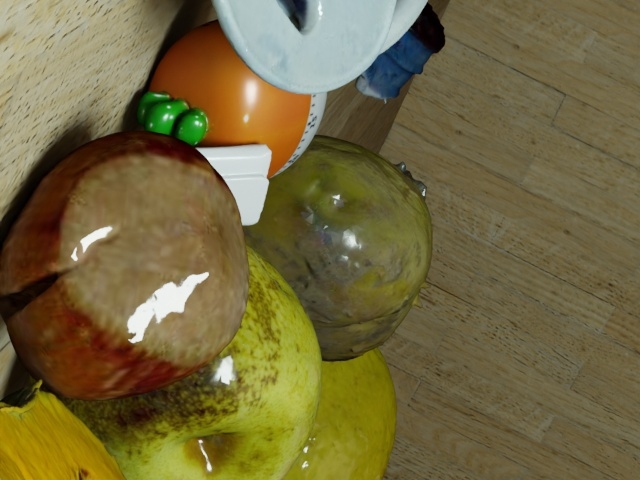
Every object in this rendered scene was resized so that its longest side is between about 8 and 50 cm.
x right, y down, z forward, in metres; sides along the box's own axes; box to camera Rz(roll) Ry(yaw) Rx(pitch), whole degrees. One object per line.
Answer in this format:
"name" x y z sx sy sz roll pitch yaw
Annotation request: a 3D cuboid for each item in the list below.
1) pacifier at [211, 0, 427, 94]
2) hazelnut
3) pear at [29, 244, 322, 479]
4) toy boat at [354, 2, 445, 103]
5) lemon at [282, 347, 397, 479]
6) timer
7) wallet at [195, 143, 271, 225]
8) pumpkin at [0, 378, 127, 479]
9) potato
"pacifier" 0.059 -0.202 1.028 0.287 0.225 0.238 -57 138 -22
"hazelnut" -0.111 0.015 1.016 0.143 0.143 0.154 101 0 -74
"pear" -0.099 0.079 1.210 0.197 0.197 0.197 -62 175 -9
"toy boat" 0.027 -0.176 1.597 0.142 0.129 0.309 -35 180 10
"lemon" -0.051 0.196 1.933 0.322 0.268 0.268 -58 173 -49
"timer" -0.066 -0.086 1.164 0.136 0.099 0.136 -29 144 -24
"wallet" -0.091 -0.031 1.112 0.025 0.122 0.061 60 -36 43
"pumpkin" -0.190 0.190 0.876 0.232 0.242 0.325 -34 178 -2
"potato" 0.000 0.000 1.662 0.229 0.229 0.266 -63 173 -2
